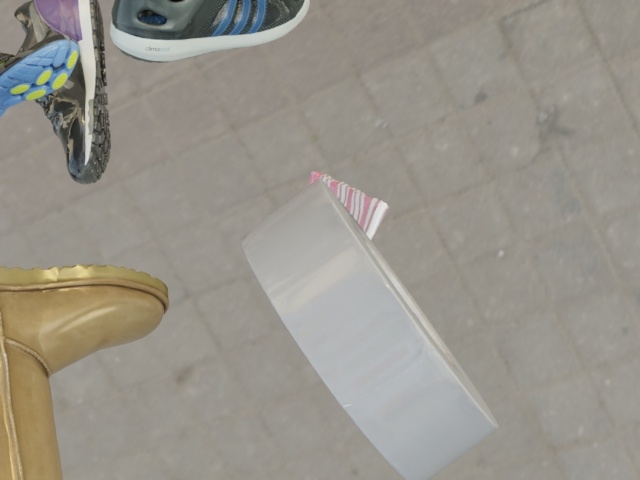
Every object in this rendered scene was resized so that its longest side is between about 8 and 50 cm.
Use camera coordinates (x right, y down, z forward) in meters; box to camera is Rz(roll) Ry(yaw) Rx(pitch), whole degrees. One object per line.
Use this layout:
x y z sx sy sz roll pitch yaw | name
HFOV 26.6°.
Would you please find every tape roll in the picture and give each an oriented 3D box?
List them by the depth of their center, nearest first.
0.035 0.064 0.960 0.072 0.219 0.219 -36 99 3 | tape roll

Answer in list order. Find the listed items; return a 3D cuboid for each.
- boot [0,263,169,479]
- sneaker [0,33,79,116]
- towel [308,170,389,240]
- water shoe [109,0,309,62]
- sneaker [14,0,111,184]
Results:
-0.215 0.157 1.050 0.089 0.236 0.269 -44 51 52 | boot
-0.353 -0.189 1.523 0.188 0.067 0.078 -24 63 28 | sneaker
0.000 0.000 1.533 0.029 0.197 0.144 29 91 -23 | towel
-0.080 -0.204 1.113 0.073 0.203 0.080 35 132 29 | water shoe
-0.351 -0.199 1.803 0.124 0.283 0.107 -7 156 -1 | sneaker
